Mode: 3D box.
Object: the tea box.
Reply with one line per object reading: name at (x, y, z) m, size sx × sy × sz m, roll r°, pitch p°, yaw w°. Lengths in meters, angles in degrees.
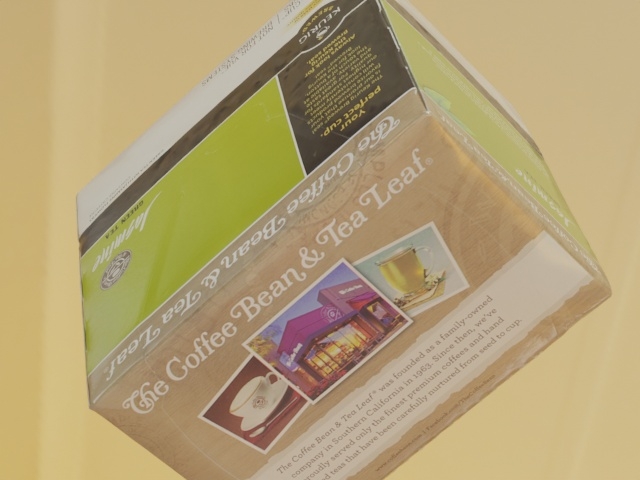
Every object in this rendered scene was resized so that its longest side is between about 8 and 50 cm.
tea box at (0.000, 0.000, 1.381) m, size 0.220 × 0.329 × 0.323 m, roll 42°, pitch 17°, yaw -26°
